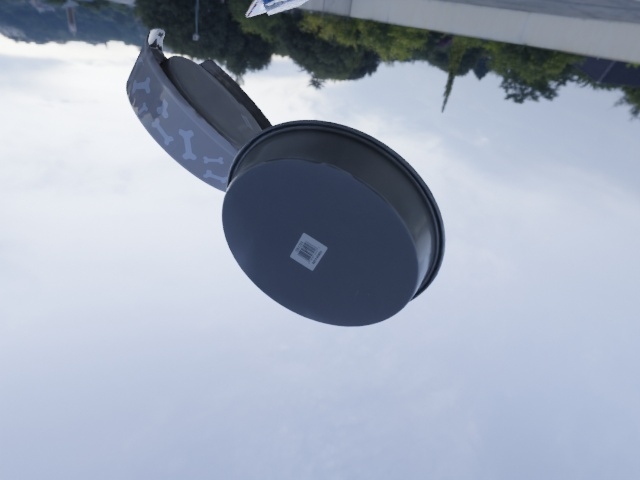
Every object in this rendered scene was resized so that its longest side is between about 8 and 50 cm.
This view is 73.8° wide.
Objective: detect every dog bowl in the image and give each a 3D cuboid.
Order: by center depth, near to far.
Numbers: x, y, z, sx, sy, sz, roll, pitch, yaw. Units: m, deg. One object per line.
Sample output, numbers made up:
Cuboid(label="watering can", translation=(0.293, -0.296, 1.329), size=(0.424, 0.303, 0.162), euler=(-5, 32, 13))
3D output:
Cuboid(label="dog bowl", translation=(-0.212, -0.235, 0.829), size=(0.349, 0.102, 0.348), euler=(45, -160, -21))

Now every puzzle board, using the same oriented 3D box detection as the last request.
Cuboid(label="puzzle board", translation=(-0.004, -0.252, 0.417), size=(0.128, 0.011, 0.096), euler=(-26, -165, -18))

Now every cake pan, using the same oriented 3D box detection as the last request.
Cuboid(label="cake pan", translation=(0.000, 0.000, 0.526), size=(0.293, 0.293, 0.054), euler=(17, -137, 15))
